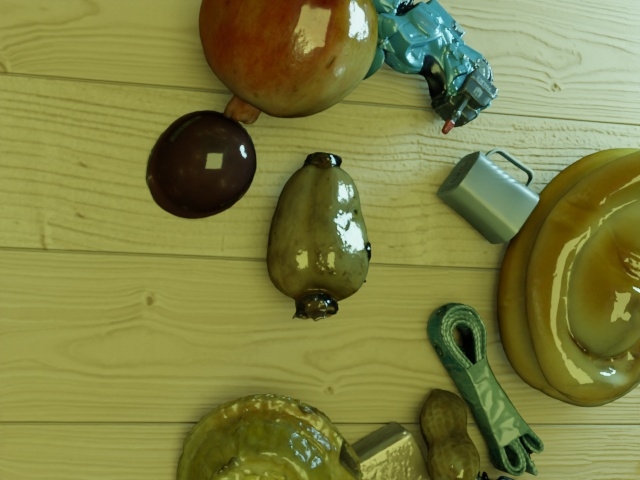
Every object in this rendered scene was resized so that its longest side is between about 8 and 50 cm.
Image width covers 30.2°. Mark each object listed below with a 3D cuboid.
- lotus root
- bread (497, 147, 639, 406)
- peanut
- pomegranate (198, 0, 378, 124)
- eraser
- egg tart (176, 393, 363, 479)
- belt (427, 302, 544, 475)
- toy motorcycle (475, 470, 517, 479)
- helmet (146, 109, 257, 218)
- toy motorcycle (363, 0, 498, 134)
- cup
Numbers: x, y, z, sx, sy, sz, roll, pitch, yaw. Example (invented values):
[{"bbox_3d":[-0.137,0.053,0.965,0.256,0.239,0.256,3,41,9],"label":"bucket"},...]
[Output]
[{"bbox_3d":[0.000,0.000,1.760,0.154,0.140,0.256,6,79,-3],"label":"lotus root"},{"bbox_3d":[0.466,0.061,1.835,0.329,0.245,0.424,30,87,-15],"label":"bread"},{"bbox_3d":[0.197,0.304,1.809,0.089,0.089,0.192,12,43,-16],"label":"peanut"},{"bbox_3d":[-0.055,-0.282,1.689,0.252,0.229,0.270,32,101,22],"label":"pomegranate"},{"bbox_3d":[0.143,0.463,1.835,0.144,0.078,0.343,-29,98,-12],"label":"eraser"},{"bbox_3d":[-0.075,0.366,1.716,0.290,0.115,0.290,0,99,2],"label":"egg tart"},{"bbox_3d":[0.264,0.236,1.870,0.087,0.072,0.302,-30,98,-18],"label":"belt"},{"bbox_3d":[0.329,0.439,1.842,0.315,0.169,0.113,38,79,-12],"label":"toy motorcycle"},{"bbox_3d":[-0.168,-0.111,1.727,0.175,0.106,0.155,-31,98,-10],"label":"helmet"},{"bbox_3d":[0.152,-0.276,1.804,0.272,0.123,0.182,42,64,-15],"label":"toy motorcycle"},{"bbox_3d":[0.272,-0.079,1.859,0.129,0.095,0.128,38,78,-12],"label":"cup"}]
